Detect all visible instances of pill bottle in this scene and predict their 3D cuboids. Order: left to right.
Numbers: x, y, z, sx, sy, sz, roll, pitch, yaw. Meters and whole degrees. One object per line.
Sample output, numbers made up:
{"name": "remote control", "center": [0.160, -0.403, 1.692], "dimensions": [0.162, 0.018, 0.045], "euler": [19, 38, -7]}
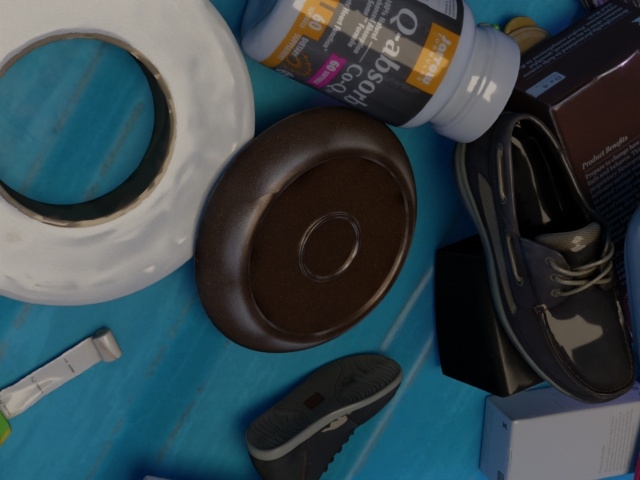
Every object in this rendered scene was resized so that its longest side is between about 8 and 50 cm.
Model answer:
{"name": "pill bottle", "center": [0.067, -0.219, 1.345], "dimensions": [0.278, 0.162, 0.162], "euler": [23, 97, -20]}

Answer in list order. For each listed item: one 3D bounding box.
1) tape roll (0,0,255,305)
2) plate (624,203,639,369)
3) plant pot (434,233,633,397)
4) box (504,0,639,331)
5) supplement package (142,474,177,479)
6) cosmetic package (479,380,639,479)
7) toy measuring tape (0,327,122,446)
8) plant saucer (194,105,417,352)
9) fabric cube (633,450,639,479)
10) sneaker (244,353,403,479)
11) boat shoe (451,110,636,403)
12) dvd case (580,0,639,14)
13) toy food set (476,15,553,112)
{"name": "tape roll", "center": [-0.261, -0.119, 1.305], "dimensions": [0.392, 0.072, 0.392], "euler": [-8, 111, -21]}
{"name": "plate", "center": [0.412, 0.024, 1.432], "dimensions": [0.278, 0.045, 0.277], "euler": [-46, 131, -42]}
{"name": "plant pot", "center": [0.242, 0.071, 1.534], "dimensions": [0.188, 0.187, 0.167], "euler": [-21, 99, -16]}
{"name": "box", "center": [0.372, -0.080, 1.533], "dimensions": [0.191, 0.143, 0.381], "euler": [-32, 125, -10]}
{"name": "supplement package", "center": [-0.100, 0.421, 1.475], "dimensions": [0.293, 0.177, 0.175], "euler": [17, 121, -27]}
{"name": "cosmetic package", "center": [0.337, 0.263, 1.687], "dimensions": [0.231, 0.085, 0.117], "euler": [-4, 109, -20]}
{"name": "toy measuring tape", "center": [-0.357, 0.209, 1.351], "dimensions": [0.330, 0.121, 0.121], "euler": [-30, 117, -12]}
{"name": "plant saucer", "center": [0.000, 0.000, 1.429], "dimensions": [0.310, 0.050, 0.310], "euler": [-19, 124, -30]}
{"name": "fabric cube", "center": [0.612, 0.263, 1.664], "dimensions": [0.254, 0.258, 0.259], "euler": [-8, 113, -46]}
{"name": "sneaker", "center": [0.009, 0.233, 1.549], "dimensions": [0.222, 0.083, 0.118], "euler": [-28, 134, -19]}
{"name": "boat shoe", "center": [0.258, 0.019, 1.391], "dimensions": [0.132, 0.130, 0.355], "euler": [-26, 87, -16]}
{"name": "dvd case", "center": [0.410, -0.348, 1.540], "dimensions": [0.221, 0.018, 0.164], "euler": [-41, 118, -11]}
{"name": "toy food set", "center": [0.242, -0.208, 1.517], "dimensions": [0.192, 0.038, 0.132], "euler": [-2, 114, -34]}
